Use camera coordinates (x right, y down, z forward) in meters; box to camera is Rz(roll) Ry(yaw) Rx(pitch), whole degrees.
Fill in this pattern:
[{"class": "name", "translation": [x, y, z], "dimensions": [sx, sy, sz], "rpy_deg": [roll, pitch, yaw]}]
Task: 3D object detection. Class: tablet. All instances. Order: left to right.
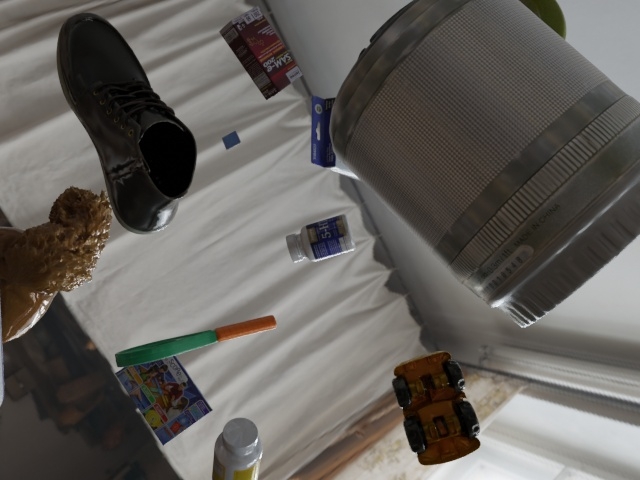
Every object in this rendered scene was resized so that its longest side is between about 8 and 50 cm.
[{"class": "tablet", "translation": [-0.288, -0.324, 2.076], "dimensions": [0.006, 0.054, 0.083], "rpy_deg": [61, 1, -41]}]

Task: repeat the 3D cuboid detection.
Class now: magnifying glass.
[{"class": "magnifying glass", "translation": [-0.175, 0.144, 0.920], "dimensions": [0.092, 0.231, 0.026], "rpy_deg": [164, -87, -68]}]

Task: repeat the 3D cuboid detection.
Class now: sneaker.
[{"class": "sneaker", "translation": [-0.169, -0.124, 0.581], "dimensions": [0.118, 0.083, 0.222], "rpy_deg": [-26, -95, 58]}]

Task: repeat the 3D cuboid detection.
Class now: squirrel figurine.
[{"class": "squirrel figurine", "translation": [-0.629, 0.049, 1.469], "dimensions": [0.280, 0.397, 0.370], "rpy_deg": [66, 13, -3]}]

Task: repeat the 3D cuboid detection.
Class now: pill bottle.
[{"class": "pill bottle", "translation": [-0.179, 0.468, 1.387], "dimensions": [0.103, 0.103, 0.184], "rpy_deg": [40, -44, 30]}, {"class": "pill bottle", "translation": [0.000, 0.000, 1.865], "dimensions": [0.112, 0.187, 0.111], "rpy_deg": [-17, 90, -86]}]

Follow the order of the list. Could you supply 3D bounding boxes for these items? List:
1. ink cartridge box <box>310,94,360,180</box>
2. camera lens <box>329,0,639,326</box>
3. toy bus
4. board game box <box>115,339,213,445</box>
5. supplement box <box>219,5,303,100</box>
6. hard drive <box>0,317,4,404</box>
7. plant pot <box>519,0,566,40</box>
[{"class": "ink cartridge box", "translation": [0.065, -0.311, 1.931], "dimensions": [0.045, 0.224, 0.223], "rpy_deg": [-10, -106, 43]}, {"class": "camera lens", "translation": [0.161, -0.085, 0.598], "dimensions": [0.274, 0.219, 0.219], "rpy_deg": [47, -27, 13]}, {"class": "toy bus", "translation": [0.240, 0.347, 1.402], "dimensions": [0.211, 0.150, 0.220], "rpy_deg": [15, 58, -89]}, {"class": "board game box", "translation": [-0.363, 0.352, 1.494], "dimensions": [0.201, 0.136, 0.035], "rpy_deg": [55, -14, 4]}, {"class": "supplement box", "translation": [-0.172, -0.552, 1.891], "dimensions": [0.073, 0.130, 0.239], "rpy_deg": [-19, -68, 48]}, {"class": "hard drive", "translation": [-0.535, 0.091, 0.728], "dimensions": [0.040, 0.319, 0.210], "rpy_deg": [-97, -165, -66]}, {"class": "plant pot", "translation": [0.323, -0.353, 1.340], "dimensions": [0.366, 0.367, 0.353], "rpy_deg": [50, -19, 13]}]
